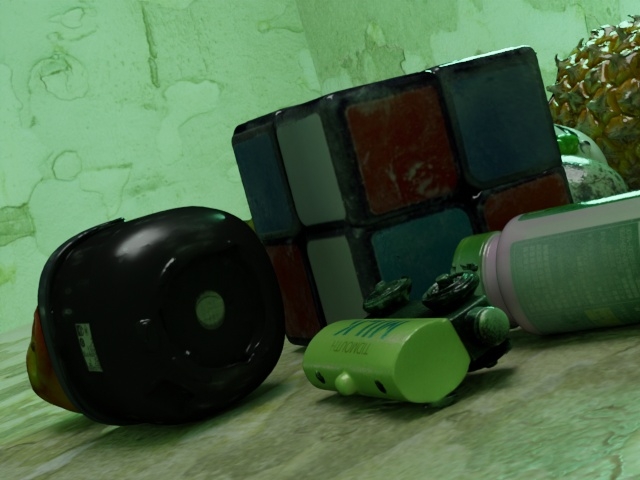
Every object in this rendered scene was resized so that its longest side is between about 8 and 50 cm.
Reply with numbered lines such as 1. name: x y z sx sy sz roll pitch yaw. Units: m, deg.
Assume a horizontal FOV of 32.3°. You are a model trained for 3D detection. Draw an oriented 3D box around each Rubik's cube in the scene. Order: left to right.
1. Rubik's cube: 0.108 -0.047 1.421 0.318 0.313 0.316 -17 5 -23

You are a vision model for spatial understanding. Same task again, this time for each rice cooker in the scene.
1. rice cooker: -0.181 0.088 1.275 0.267 0.267 0.224 -20 9 -38

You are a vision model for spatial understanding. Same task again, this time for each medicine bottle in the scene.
1. medicine bottle: 0.272 0.025 1.120 0.274 0.133 0.133 -12 7 37

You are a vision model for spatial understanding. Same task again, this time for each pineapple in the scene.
1. pineapple: 0.589 -0.236 1.922 0.352 0.352 0.300 -18 11 -20

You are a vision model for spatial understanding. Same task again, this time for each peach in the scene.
1. peach: -0.281 0.137 1.448 0.197 0.197 0.197 -16 5 1

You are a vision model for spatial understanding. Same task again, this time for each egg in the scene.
1. egg: 0.368 -0.057 1.587 0.132 0.132 0.172 -20 47 -34

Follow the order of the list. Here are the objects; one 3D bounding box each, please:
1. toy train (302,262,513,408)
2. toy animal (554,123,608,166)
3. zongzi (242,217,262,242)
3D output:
1. toy train: 0.078 0.106 1.097 0.157 0.105 0.253 -33 10 -23
2. toy animal: 0.338 -0.087 1.757 0.267 0.212 0.212 -24 7 -17
3. zongzi: 0.000 0.000 2.300 0.289 0.154 0.317 -4 6 34
